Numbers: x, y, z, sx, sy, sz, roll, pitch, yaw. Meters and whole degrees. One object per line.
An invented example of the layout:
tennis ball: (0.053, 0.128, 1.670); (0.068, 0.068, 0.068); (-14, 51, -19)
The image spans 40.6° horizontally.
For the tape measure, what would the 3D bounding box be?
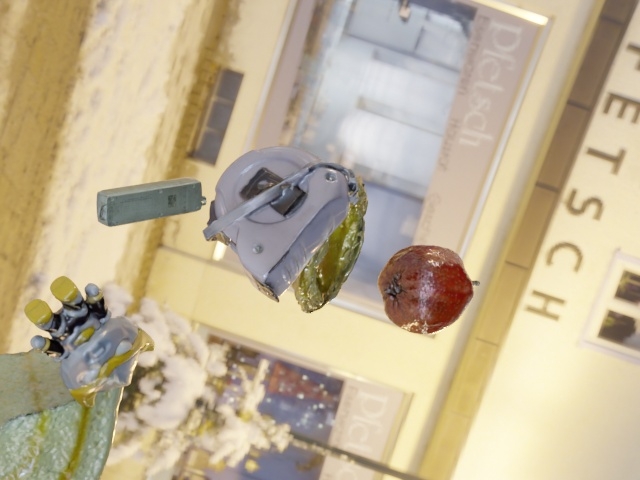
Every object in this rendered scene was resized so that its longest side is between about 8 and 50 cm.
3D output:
tape measure: (-0.068, -0.049, 1.314); (0.236, 0.197, 0.120); (-50, 154, -17)

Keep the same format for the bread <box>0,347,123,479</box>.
bread: (-0.534, 0.358, 1.568); (0.239, 0.395, 0.264); (-134, -145, -61)

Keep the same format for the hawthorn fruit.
hawthorn fruit: (0.260, 0.110, 1.982); (0.205, 0.253, 0.205); (-6, -97, 57)

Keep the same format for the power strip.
power strip: (-0.376, -0.086, 1.910); (0.272, 0.052, 0.078); (-13, 114, -39)

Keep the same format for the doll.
doll: (-0.351, 0.158, 1.345); (0.316, 0.103, 0.145); (71, 37, -56)

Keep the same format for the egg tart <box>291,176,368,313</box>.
egg tart: (0.000, 0.000, 1.608); (0.288, 0.118, 0.288); (-52, 153, -42)
